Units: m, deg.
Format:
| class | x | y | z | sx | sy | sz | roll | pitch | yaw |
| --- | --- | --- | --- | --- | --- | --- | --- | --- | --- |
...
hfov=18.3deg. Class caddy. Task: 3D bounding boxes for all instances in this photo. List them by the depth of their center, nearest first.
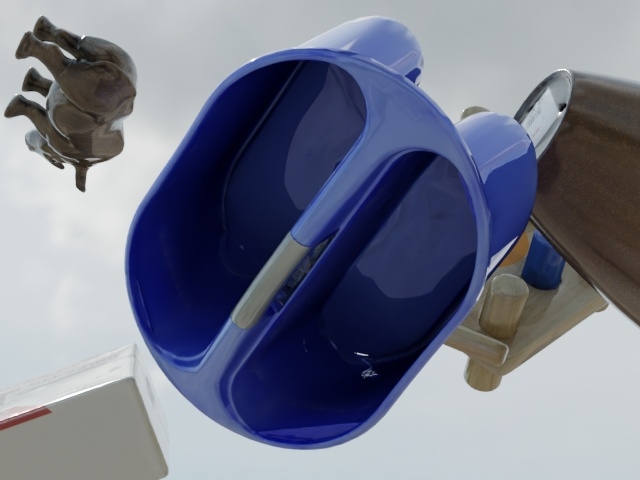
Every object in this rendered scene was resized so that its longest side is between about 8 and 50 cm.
| class | x | y | z | sx | sy | sz | roll | pitch | yaw |
| --- | --- | --- | --- | --- | --- | --- | --- | --- | --- |
| caddy | 0.000 | 0.000 | 1.456 | 0.341 | 0.241 | 0.179 | -54 | -10 | 36 |

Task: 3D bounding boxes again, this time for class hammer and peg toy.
| class | x | y | z | sx | sy | sz | roll | pitch | yaw |
| --- | --- | --- | --- | --- | --- | --- | --- | --- | --- |
| hammer and peg toy | 0.123 | 0.030 | 1.878 | 0.361 | 0.266 | 0.127 | -31 | -34 | -41 |

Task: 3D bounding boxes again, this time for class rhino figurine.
| class | x | y | z | sx | sy | sz | roll | pitch | yaw |
| --- | --- | --- | --- | --- | --- | --- | --- | --- | --- |
| rhino figurine | -0.219 | -0.111 | 1.747 | 0.106 | 0.073 | 0.243 | 25 | -26 | -2 |

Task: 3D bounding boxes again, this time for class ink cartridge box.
| class | x | y | z | sx | sy | sz | roll | pitch | yaw |
| --- | --- | --- | --- | --- | --- | --- | --- | --- | --- |
| ink cartridge box | -0.268 | 0.205 | 2.092 | 0.197 | 0.114 | 0.273 | -19 | 5 | -3 |

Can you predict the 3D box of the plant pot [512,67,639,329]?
| class | x | y | z | sx | sy | sz | roll | pitch | yaw |
| --- | --- | --- | --- | --- | --- | --- | --- | --- | --- |
| plant pot | 0.265 | -0.038 | 1.618 | 0.230 | 0.215 | 0.215 | 29 | -42 | -16 |
